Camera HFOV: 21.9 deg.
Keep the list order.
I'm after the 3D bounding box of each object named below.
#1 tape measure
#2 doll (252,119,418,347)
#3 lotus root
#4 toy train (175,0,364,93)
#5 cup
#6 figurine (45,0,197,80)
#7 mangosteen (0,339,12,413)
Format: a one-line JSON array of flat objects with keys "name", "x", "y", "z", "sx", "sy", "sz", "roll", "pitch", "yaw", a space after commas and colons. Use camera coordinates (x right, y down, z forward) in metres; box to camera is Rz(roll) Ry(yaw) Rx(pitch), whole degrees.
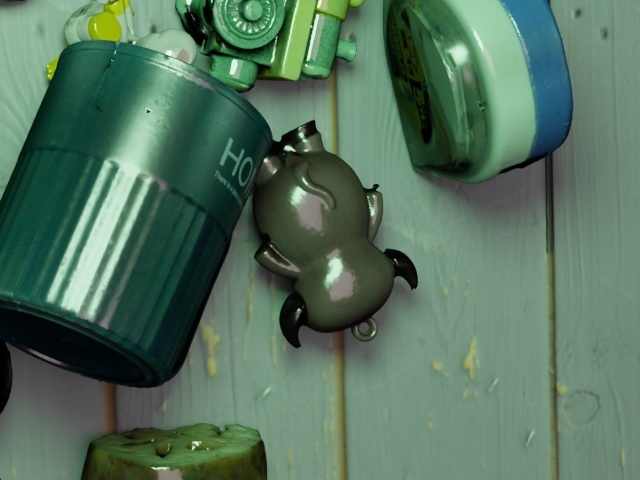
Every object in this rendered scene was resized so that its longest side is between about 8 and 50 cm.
[{"name": "tape measure", "x": 0.172, "y": -0.192, "z": 1.879, "sx": 0.138, "sy": 0.262, "sz": 0.259, "roll": -20, "pitch": 108, "yaw": -12}, {"name": "doll", "x": 0.000, "y": -0.001, "z": 1.898, "sx": 0.182, "sy": 0.117, "sz": 0.257, "roll": -27, "pitch": 101, "yaw": -16}, {"name": "lotus root", "x": -0.155, "y": 0.282, "z": 1.855, "sx": 0.235, "sy": 0.138, "sz": 0.119, "roll": -1, "pitch": 103, "yaw": -26}, {"name": "toy train", "x": -0.021, "y": -0.334, "z": 1.864, "sx": 0.237, "sy": 0.150, "sz": 0.369, "roll": 13, "pitch": 90, "yaw": -27}, {"name": "cup", "x": -0.216, "y": -0.011, "z": 1.731, "sx": 0.242, "sy": 0.308, "sz": 0.292, "roll": 22, "pitch": 69, "yaw": -3}, {"name": "figurine", "x": -0.205, "y": -0.194, "z": 1.832, "sx": 0.178, "sy": 0.109, "sz": 0.129, "roll": 33, "pitch": 111, "yaw": -17}, {"name": "mangosteen", "x": -0.402, "y": 0.142, "z": 1.741, "sx": 0.152, "sy": 0.152, "sz": 0.152, "roll": -1, "pitch": 93, "yaw": -21}]
